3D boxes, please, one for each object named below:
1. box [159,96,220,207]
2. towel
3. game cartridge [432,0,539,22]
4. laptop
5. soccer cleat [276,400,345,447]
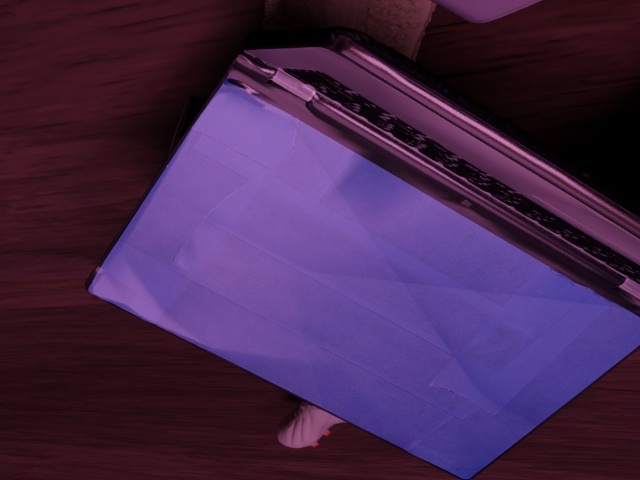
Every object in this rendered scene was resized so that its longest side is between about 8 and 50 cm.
[{"bbox_3d":[0.000,0.000,0.869,0.290,0.087,0.169,19,153,-11],"label":"box"},{"bbox_3d":[0.014,-0.137,0.660,0.110,0.027,0.148,14,154,0],"label":"towel"},{"bbox_3d":[0.096,-0.209,0.453,0.196,0.060,0.294,21,152,-22],"label":"game cartridge"},{"bbox_3d":[0.070,0.061,0.668,0.382,0.236,0.408,28,-177,-16],"label":"laptop"},{"bbox_3d":[-0.002,0.216,1.329,0.076,0.068,0.196,33,140,-26],"label":"soccer cleat"}]
